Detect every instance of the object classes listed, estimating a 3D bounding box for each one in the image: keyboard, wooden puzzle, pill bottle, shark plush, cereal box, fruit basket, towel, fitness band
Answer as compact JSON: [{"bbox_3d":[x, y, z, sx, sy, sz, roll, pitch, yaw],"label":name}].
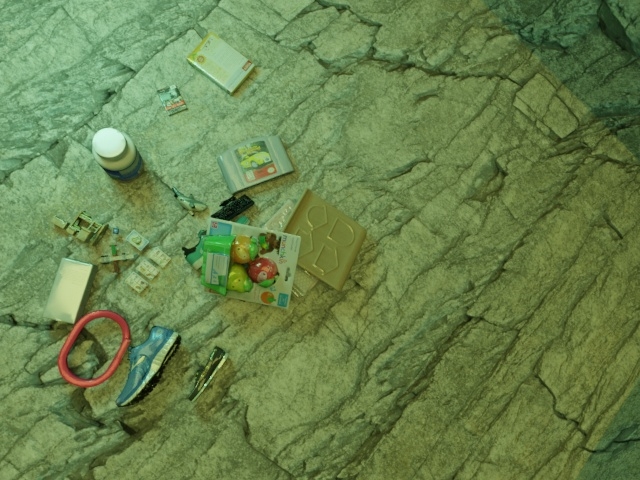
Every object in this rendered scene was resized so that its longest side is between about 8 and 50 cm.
[{"bbox_3d":[-0.373,-0.140,1.866,0.100,0.038,0.192,35,54,25],"label":"keyboard"},{"bbox_3d":[0.000,0.000,1.876,0.348,0.080,0.322,36,61,-15],"label":"wooden puzzle"},{"bbox_3d":[-0.776,-0.327,1.724,0.153,0.272,0.152,2,82,-11],"label":"pill bottle"},{"bbox_3d":[-0.552,-0.166,1.877,0.161,0.073,0.067,31,56,15],"label":"shark plush"},{"bbox_3d":[-0.433,-0.771,1.972,0.240,0.047,0.173,38,77,-5],"label":"cereal box"},{"bbox_3d":[-0.273,0.100,1.716,0.354,0.165,0.326,14,114,5],"label":"fruit basket"},{"bbox_3d":[-0.104,0.031,1.885,0.332,0.053,0.317,44,58,-5],"label":"towel"},{"bbox_3d":[-0.850,0.405,1.703,0.209,0.054,0.290,29,77,-17],"label":"fitness band"}]

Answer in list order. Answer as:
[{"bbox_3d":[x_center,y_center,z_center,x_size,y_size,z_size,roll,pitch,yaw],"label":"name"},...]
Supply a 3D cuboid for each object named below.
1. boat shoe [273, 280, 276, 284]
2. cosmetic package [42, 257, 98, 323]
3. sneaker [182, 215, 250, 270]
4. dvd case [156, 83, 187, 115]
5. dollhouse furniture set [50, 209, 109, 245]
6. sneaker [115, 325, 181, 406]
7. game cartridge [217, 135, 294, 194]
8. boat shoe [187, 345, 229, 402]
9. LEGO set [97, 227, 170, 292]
[{"bbox_3d":[-0.206,0.162,1.879,0.076,0.080,0.228,26,64,-36],"label":"boat shoe"},{"bbox_3d":[-0.948,0.190,1.716,0.118,0.085,0.230,16,82,-10],"label":"cosmetic package"},{"bbox_3d":[-0.426,-0.017,1.838,0.302,0.108,0.121,-41,96,-12],"label":"sneaker"},{"bbox_3d":[-0.634,-0.600,1.925,0.087,0.013,0.119,-27,89,-14],"label":"dvd case"},{"bbox_3d":[-0.929,-0.074,1.715,0.182,0.161,0.101,31,77,-7],"label":"dollhouse furniture set"},{"bbox_3d":[-0.678,0.476,1.725,0.147,0.129,0.329,28,74,8],"label":"sneaker"},{"bbox_3d":[-0.281,-0.336,1.942,0.295,0.060,0.195,-23,83,-14],"label":"game cartridge"},{"bbox_3d":[-0.453,0.526,1.775,0.069,0.081,0.227,36,70,-2],"label":"boat shoe"},{"bbox_3d":[-0.756,0.065,1.801,0.244,0.060,0.182,41,73,-13],"label":"LEGO set"}]
